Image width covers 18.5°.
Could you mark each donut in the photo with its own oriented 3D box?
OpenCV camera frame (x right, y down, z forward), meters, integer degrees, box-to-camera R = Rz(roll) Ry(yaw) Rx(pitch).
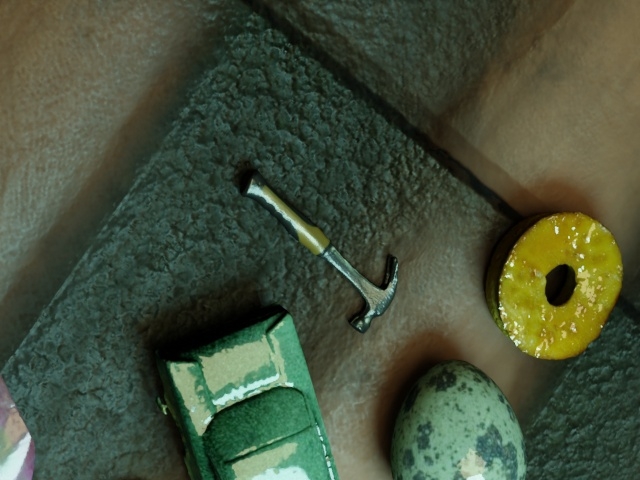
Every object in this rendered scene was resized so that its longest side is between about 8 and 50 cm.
[{"bbox_3d":[0.228,0.041,1.964,0.152,0.058,0.152,-4,101,-23],"label":"donut"}]

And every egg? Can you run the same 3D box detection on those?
[{"bbox_3d":[0.133,0.201,1.913,0.132,0.132,0.172,-6,91,-22],"label":"egg"}]

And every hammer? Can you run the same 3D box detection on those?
[{"bbox_3d":[0.000,0.000,1.878,0.201,0.021,0.078,44,81,-25],"label":"hammer"}]

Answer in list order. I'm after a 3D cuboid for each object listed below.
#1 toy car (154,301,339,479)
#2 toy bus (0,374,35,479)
[{"bbox_3d":[-0.051,0.230,1.856,0.141,0.097,0.321,-21,107,-18],"label":"toy car"},{"bbox_3d":[-0.357,0.125,1.689,0.147,0.127,0.303,-30,110,-19],"label":"toy bus"}]
